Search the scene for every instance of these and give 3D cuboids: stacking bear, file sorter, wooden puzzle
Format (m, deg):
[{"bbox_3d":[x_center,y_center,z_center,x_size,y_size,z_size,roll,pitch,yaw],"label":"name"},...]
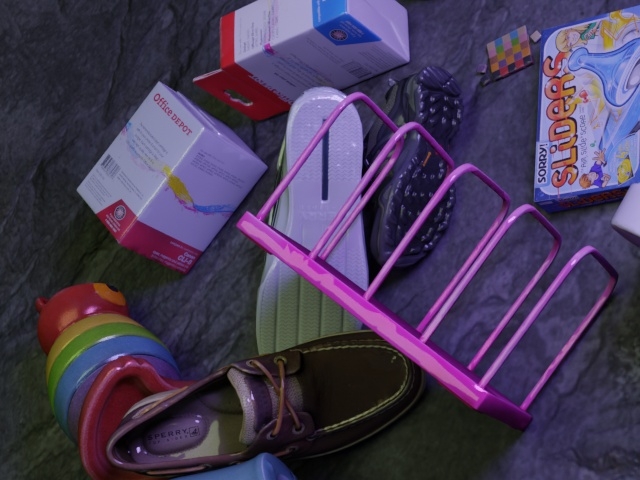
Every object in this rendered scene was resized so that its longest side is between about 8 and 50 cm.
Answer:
[{"bbox_3d":[-0.253,0.150,1.666,0.164,0.175,0.289,-58,38,12],"label":"stacking bear"},{"bbox_3d":[0.111,0.016,1.339,0.290,0.202,0.182,37,92,23],"label":"file sorter"},{"bbox_3d":[0.208,-0.205,1.545,0.083,0.006,0.049,-24,57,30],"label":"wooden puzzle"}]

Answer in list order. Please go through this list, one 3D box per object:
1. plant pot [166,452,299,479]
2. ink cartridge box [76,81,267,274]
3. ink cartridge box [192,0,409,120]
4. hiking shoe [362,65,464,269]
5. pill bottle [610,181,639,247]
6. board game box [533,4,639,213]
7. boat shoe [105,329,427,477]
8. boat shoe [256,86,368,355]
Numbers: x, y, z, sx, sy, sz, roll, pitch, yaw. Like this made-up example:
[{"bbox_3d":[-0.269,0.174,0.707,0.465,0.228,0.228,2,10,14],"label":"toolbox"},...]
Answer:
[{"bbox_3d":[-0.113,0.352,1.399,0.255,0.272,0.272,-31,52,5],"label":"plant pot"},{"bbox_3d":[-0.181,-0.077,1.721,0.176,0.127,0.128,-52,47,9],"label":"ink cartridge box"},{"bbox_3d":[-0.026,-0.230,1.660,0.231,0.134,0.078,-18,60,32],"label":"ink cartridge box"},{"bbox_3d":[0.092,-0.076,1.545,0.114,0.086,0.227,-4,69,61],"label":"hiking shoe"},{"bbox_3d":[0.418,-0.123,1.198,0.210,0.210,0.363,34,93,43],"label":"pill bottle"},{"bbox_3d":[0.288,-0.135,1.428,0.136,0.035,0.201,-11,64,36],"label":"board game box"},{"bbox_3d":[-0.059,0.175,1.446,0.342,0.123,0.123,-14,85,8],"label":"boat shoe"},{"bbox_3d":[0.000,0.000,1.550,0.121,0.119,0.335,8,94,-1],"label":"boat shoe"}]
